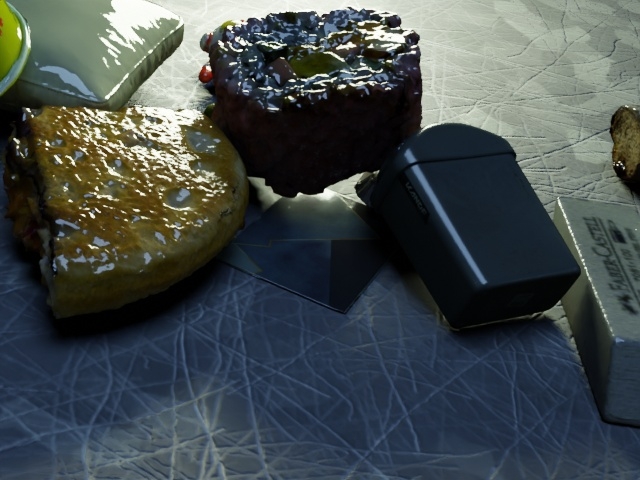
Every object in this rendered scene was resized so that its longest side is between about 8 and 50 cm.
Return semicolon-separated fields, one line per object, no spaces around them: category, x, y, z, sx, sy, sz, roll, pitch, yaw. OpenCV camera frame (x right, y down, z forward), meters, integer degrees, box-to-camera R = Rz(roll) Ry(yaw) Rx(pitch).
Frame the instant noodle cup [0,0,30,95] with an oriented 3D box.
instant noodle cup;-0.505;-0.271;1.424;0.311;0.221;0.311;-6;46;7

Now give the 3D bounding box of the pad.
pad;0.000;0.000;1.502;0.164;0.004;0.243;22;32;14

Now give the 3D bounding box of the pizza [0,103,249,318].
pizza;-0.219;-0.047;1.382;0.278;0.114;0.409;17;30;2

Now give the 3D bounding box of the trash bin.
trash bin;0.170;-0.024;1.469;0.177;0.101;0.236;-6;55;-33

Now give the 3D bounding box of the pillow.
pillow;-0.338;-0.250;1.655;0.255;0.119;0.322;17;31;7

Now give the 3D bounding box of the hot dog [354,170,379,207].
hot dog;0.110;-0.085;1.634;0.108;0.059;0.191;11;31;11

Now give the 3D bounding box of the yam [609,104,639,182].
yam;0.553;-0.129;1.828;0.280;0.131;0.131;2;33;-15

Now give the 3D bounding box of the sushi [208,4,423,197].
sushi;-0.002;-0.177;1.573;0.270;0.171;0.236;-12;43;-13

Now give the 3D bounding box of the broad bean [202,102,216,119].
broad bean;-0.065;-0.154;1.682;0.214;0.048;0.070;6;32;-15

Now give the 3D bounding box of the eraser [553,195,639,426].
eraser;0.344;0.072;1.455;0.111;0.077;0.352;10;31;-9

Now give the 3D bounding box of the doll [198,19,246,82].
doll;-0.104;-0.250;1.802;0.142;0.076;0.245;7;36;-14
